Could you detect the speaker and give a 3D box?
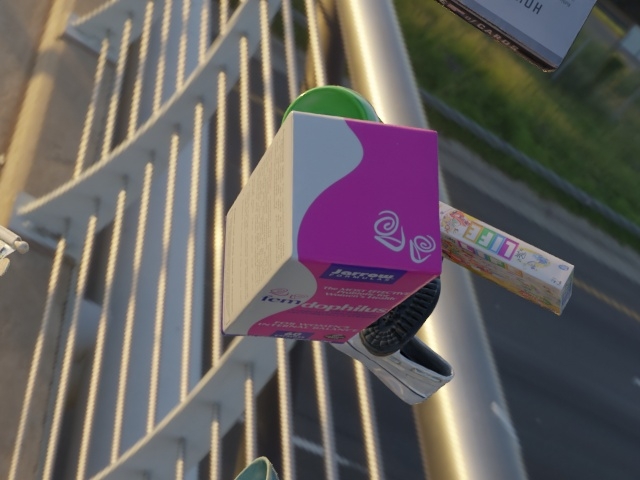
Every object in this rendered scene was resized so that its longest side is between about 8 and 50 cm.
[{"bbox_3d":[0.042,-0.111,1.313,0.131,0.131,0.296,49,7,15],"label":"speaker"}]

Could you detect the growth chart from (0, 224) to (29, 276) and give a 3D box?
[{"bbox_3d":[-0.503,0.065,1.355,0.172,0.237,0.021,34,-11,46],"label":"growth chart"}]

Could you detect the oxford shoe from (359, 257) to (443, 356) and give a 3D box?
[{"bbox_3d":[0.103,0.072,1.216,0.083,0.096,0.227,19,41,13],"label":"oxford shoe"}]

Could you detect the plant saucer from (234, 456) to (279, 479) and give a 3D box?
[{"bbox_3d":[-0.117,0.354,0.946,0.044,0.317,0.317,32,29,-5],"label":"plant saucer"}]

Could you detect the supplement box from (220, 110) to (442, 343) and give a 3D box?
[{"bbox_3d":[0.000,0.000,0.771,0.111,0.220,0.113,6,69,-15],"label":"supplement box"}]

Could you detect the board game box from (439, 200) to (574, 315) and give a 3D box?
[{"bbox_3d":[0.166,0.015,0.963,0.154,0.026,0.103,27,-10,20],"label":"board game box"}]

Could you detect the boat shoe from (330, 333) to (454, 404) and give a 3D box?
[{"bbox_3d":[0.090,0.140,1.468,0.267,0.088,0.096,44,28,-19],"label":"boat shoe"}]

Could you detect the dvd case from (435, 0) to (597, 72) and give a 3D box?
[{"bbox_3d":[0.170,-0.281,0.806,0.179,0.238,0.029,31,-6,-8],"label":"dvd case"}]
